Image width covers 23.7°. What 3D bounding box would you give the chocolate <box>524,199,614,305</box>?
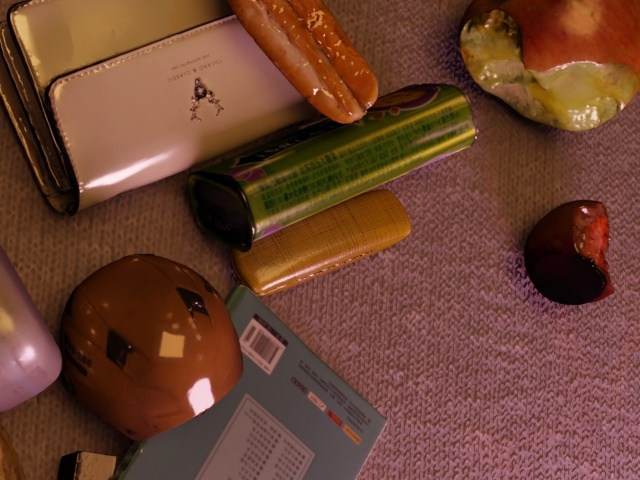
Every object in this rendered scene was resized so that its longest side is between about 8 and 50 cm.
[{"bbox_3d":[0.330,0.011,1.950,0.127,0.124,0.133,23,36,16],"label":"chocolate"}]

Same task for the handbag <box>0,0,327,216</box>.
[{"bbox_3d":[-0.178,-0.196,1.756,0.358,0.160,0.236,-24,96,-28],"label":"handbag"}]

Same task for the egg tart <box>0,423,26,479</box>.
[{"bbox_3d":[-0.456,0.279,1.523,0.352,0.150,0.352,6,72,-20],"label":"egg tart"}]

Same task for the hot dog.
[{"bbox_3d":[-0.030,-0.234,1.712,0.249,0.076,0.102,50,54,-22],"label":"hot dog"}]

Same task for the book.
[{"bbox_3d":[-0.091,0.271,1.698,0.264,0.031,0.379,45,56,-19],"label":"book"}]

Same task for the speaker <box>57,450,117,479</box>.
[{"bbox_3d":[-0.266,0.337,1.627,0.044,0.082,0.218,14,73,-21],"label":"speaker"}]

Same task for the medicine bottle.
[{"bbox_3d":[-0.399,-0.002,1.538,0.123,0.282,0.375,-33,83,-8],"label":"medicine bottle"}]

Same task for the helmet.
[{"bbox_3d":[-0.189,0.094,1.638,0.198,0.130,0.224,-30,56,-21],"label":"helmet"}]

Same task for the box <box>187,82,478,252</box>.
[{"bbox_3d":[0.017,-0.092,1.820,0.345,0.134,0.097,-24,109,-30],"label":"box"}]

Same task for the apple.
[{"bbox_3d":[0.313,-0.252,1.938,0.226,0.246,0.246,49,63,-19],"label":"apple"}]

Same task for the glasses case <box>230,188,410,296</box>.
[{"bbox_3d":[0.000,0.000,1.834,0.234,0.064,0.079,-21,68,-26],"label":"glasses case"}]
